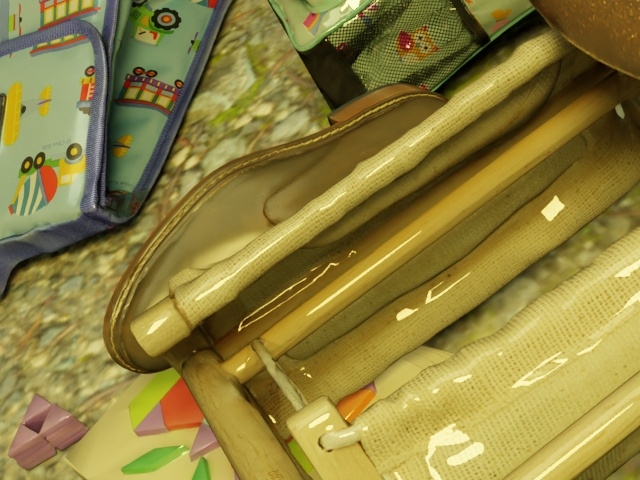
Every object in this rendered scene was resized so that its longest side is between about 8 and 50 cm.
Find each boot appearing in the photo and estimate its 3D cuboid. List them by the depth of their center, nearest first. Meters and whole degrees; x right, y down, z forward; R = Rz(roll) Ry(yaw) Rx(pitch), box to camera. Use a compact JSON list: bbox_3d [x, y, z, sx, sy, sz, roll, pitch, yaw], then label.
[{"bbox_3d":[0.000,0.000,0.706,0.219,0.082,0.106,-38,31,-15],"label":"boot"}]

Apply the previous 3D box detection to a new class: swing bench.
[{"bbox_3d":[0.085,0.029,0.542,0.253,0.165,0.254,-37,39,-5],"label":"swing bench"}]

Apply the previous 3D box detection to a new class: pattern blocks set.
[{"bbox_3d":[-0.035,0.088,0.724,0.325,0.026,0.285,3,50,42],"label":"pattern blocks set"}]

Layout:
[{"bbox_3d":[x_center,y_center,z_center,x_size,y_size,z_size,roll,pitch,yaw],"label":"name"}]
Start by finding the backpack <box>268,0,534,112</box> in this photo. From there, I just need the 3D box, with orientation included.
[{"bbox_3d":[0.057,-0.175,0.857,0.188,0.144,0.166,-30,29,4],"label":"backpack"}]

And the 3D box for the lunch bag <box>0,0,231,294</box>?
[{"bbox_3d":[-0.201,-0.087,1.014,0.221,0.138,0.293,-12,53,29],"label":"lunch bag"}]

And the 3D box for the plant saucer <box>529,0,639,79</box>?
[{"bbox_3d":[0.191,-0.183,0.483,0.311,0.050,0.310,-19,48,23],"label":"plant saucer"}]
